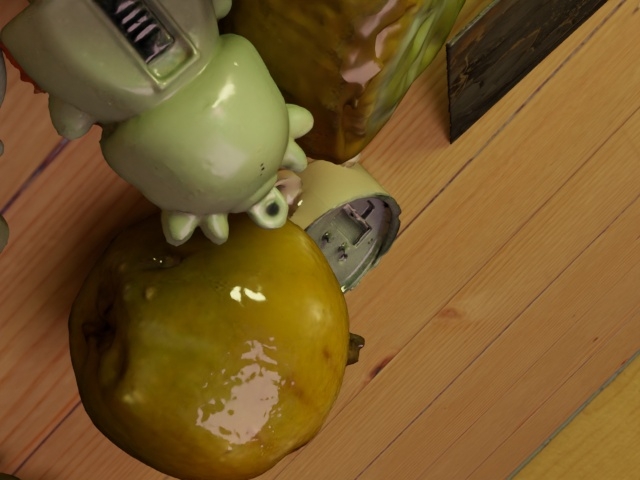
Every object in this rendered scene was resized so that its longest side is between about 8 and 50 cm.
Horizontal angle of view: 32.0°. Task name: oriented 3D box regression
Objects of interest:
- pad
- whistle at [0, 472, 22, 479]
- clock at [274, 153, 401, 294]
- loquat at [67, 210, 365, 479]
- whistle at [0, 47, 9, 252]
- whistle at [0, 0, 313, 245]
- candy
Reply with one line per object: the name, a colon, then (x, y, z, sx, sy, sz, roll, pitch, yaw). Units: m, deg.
pad: (0.194, -0.191, 0.902, 0.247, 0.007, 0.367, -43, 171, 1)
whistle: (-0.296, 0.254, 0.926, 0.131, 0.106, 0.288, -41, 154, 14)
clock: (0.000, 0.000, 0.992, 0.156, 0.063, 0.229, -41, 155, -1)
loquat: (-0.065, 0.079, 0.856, 0.246, 0.213, 0.213, 9, 125, -40)
whistle: (-0.223, -0.061, 0.603, 0.126, 0.067, 0.258, -19, 153, -8)
whistle: (-0.099, -0.100, 0.559, 0.106, 0.253, 0.101, -22, -154, 44)
candy: (0.039, -0.167, 0.671, 0.260, 0.118, 0.260, -54, 171, -13)
